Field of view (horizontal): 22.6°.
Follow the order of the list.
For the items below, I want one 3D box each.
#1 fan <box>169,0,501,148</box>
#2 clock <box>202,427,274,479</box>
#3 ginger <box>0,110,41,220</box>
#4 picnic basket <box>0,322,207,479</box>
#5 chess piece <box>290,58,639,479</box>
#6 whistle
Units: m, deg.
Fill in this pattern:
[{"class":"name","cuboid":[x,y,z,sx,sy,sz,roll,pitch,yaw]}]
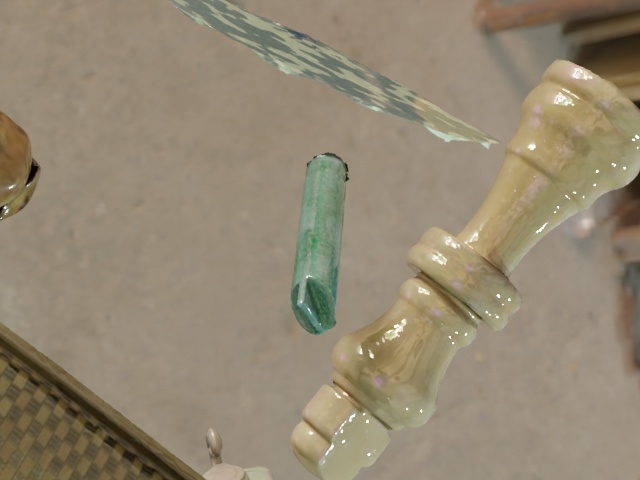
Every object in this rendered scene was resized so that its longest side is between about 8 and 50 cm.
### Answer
[{"class":"fan","cuboid":[-0.009,-0.097,0.838,0.240,0.131,0.009,25,103,-8]},{"class":"clock","cuboid":[-0.054,0.241,1.224,0.151,0.062,0.191,85,-10,-49]},{"class":"ginger","cuboid":[-0.325,0.031,1.101,0.321,0.172,0.165,-63,178,5]},{"class":"picnic basket","cuboid":[-0.162,0.139,0.641,0.266,0.139,0.165,39,39,-12]},{"class":"chess piece","cuboid":[0.118,0.037,1.321,0.397,0.117,0.117,-51,126,-5]},{"class":"whistle","cuboid":[0.000,0.000,1.263,0.039,0.039,0.186,51,26,-30]}]
